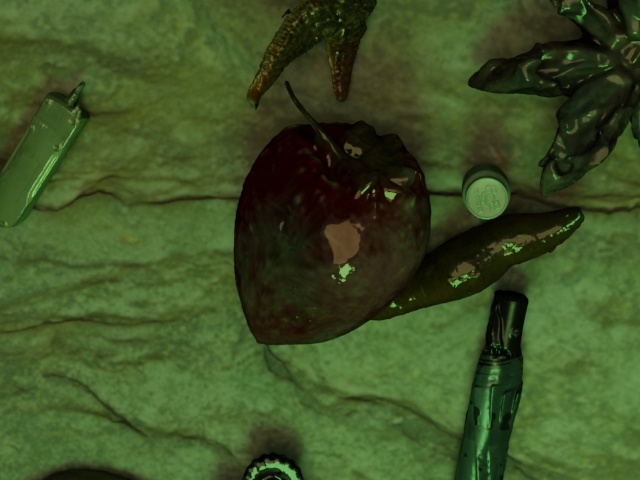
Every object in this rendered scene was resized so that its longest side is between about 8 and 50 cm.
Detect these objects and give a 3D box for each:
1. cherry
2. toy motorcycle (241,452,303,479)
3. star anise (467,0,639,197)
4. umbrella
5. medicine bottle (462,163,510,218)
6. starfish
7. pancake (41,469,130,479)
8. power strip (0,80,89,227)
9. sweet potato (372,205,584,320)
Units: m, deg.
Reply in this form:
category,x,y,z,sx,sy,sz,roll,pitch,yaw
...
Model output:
category,x,y,z,sx,sy,sz,roll,pitch,yaw
cherry,0.000,0.000,1.042,0.192,0.175,0.250,33,105,11
toy motorcycle,-0.043,0.333,1.159,0.118,0.084,0.212,-25,101,4
star anise,0.269,-0.165,1.003,0.257,0.110,0.198,-43,92,7
umbrella,0.178,0.174,1.107,0.053,0.052,0.250,12,103,8
medicine bottle,0.162,-0.048,1.053,0.047,0.083,0.047,1,101,6
starfish,0.004,-0.245,1.018,0.050,0.138,0.247,30,116,40
pancake,-0.272,0.403,1.224,0.294,0.049,0.294,2,100,10
power strip,-0.300,-0.090,1.144,0.047,0.030,0.191,36,104,2
sweet potato,0.136,0.027,1.084,0.274,0.067,0.067,-24,96,18
